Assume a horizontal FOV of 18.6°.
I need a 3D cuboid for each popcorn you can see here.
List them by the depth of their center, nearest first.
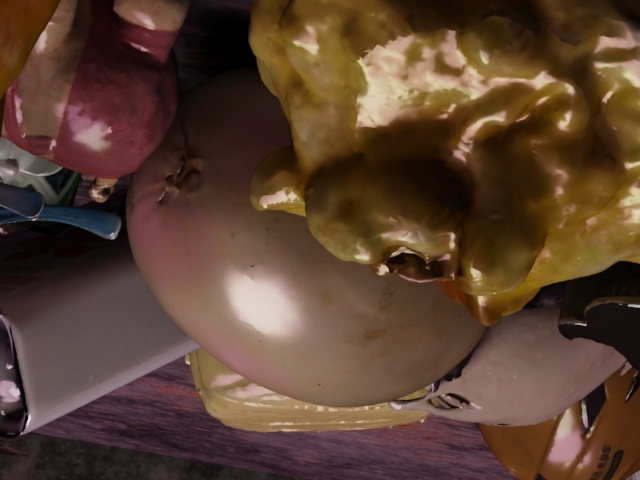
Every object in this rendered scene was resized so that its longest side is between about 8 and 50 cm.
[{"bbox_3d":[0.096,-0.079,1.043,0.286,0.252,0.215,19,-156,-14],"label":"popcorn"}]

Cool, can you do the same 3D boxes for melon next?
[{"bbox_3d":[0.000,0.000,1.369,0.223,0.223,0.317,1,165,35],"label":"melon"}]

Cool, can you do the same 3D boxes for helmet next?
[{"bbox_3d":[0.210,0.139,1.735,0.198,0.130,0.224,42,150,23],"label":"helmet"}]

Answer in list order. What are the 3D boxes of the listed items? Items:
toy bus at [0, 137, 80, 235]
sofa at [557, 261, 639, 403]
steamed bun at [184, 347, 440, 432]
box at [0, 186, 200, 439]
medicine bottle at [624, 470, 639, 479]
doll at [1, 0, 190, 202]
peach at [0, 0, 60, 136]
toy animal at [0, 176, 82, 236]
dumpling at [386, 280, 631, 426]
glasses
[{"bbox_3d":[-0.292,-0.103,1.373,0.276,0.134,0.165,13,167,-11],"label":"toy bus"},{"bbox_3d":[0.294,-0.007,1.220,0.258,0.200,0.182,5,152,26],"label":"sofa"},{"bbox_3d":[0.003,0.089,1.818,0.232,0.166,0.273,-5,167,11],"label":"steamed bun"},{"bbox_3d":[-0.170,0.037,1.484,0.190,0.112,0.369,0,-165,38],"label":"box"},{"bbox_3d":[0.394,0.218,1.936,0.190,0.190,0.332,10,165,7],"label":"medicine bottle"},{"bbox_3d":[-0.214,-0.123,1.211,0.256,0.152,0.196,2,142,-13],"label":"doll"},{"bbox_3d":[-0.286,-0.144,0.809,0.388,0.388,0.388,11,165,3],"label":"peach"},{"bbox_3d":[-0.289,-0.035,1.724,0.148,0.084,0.232,2,166,34],"label":"toy animal"},{"bbox_3d":[0.143,0.042,1.579,0.293,0.204,0.163,-8,145,-26],"label":"dumpling"},{"bbox_3d":[-0.258,0.002,1.250,0.220,0.088,0.189,7,174,17],"label":"glasses"}]
